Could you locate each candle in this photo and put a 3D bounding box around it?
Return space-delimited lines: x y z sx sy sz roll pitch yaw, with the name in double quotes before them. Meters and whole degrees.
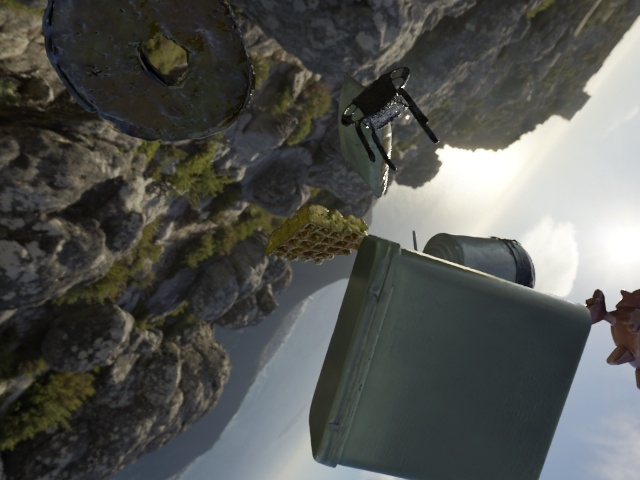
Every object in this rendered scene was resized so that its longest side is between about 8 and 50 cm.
"candle" 0.409 0.090 1.225 0.343 0.221 0.221 4 137 -19

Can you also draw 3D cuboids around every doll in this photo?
"doll" 0.569 0.153 0.727 0.093 0.262 0.211 94 20 -75

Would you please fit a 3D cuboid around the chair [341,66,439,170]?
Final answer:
"chair" 0.133 -0.265 0.903 0.174 0.213 0.149 -34 161 20

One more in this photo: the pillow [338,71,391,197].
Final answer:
"pillow" 0.133 -0.331 1.355 0.120 0.310 0.312 -13 129 -9

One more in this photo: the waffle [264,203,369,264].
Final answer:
"waffle" 0.000 0.001 1.054 0.219 0.057 0.229 11 150 -33

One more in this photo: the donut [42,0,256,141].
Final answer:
"donut" -0.220 -0.264 0.602 0.273 0.107 0.271 -8 144 -6

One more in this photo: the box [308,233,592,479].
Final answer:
"box" 0.192 0.206 0.708 0.177 0.345 0.351 -117 -137 -86
